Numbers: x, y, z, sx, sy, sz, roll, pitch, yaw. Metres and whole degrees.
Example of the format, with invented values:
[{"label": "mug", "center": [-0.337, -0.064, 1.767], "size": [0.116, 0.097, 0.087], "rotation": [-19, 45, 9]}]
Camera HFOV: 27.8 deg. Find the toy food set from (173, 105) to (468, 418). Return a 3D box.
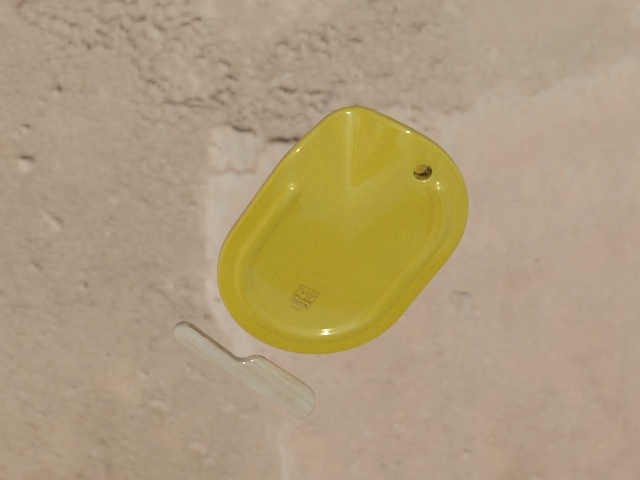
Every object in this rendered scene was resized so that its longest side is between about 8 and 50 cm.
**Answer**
[{"label": "toy food set", "center": [0.000, 0.000, 0.833], "size": [0.128, 0.218, 0.071], "rotation": [28, 28, -20]}]
